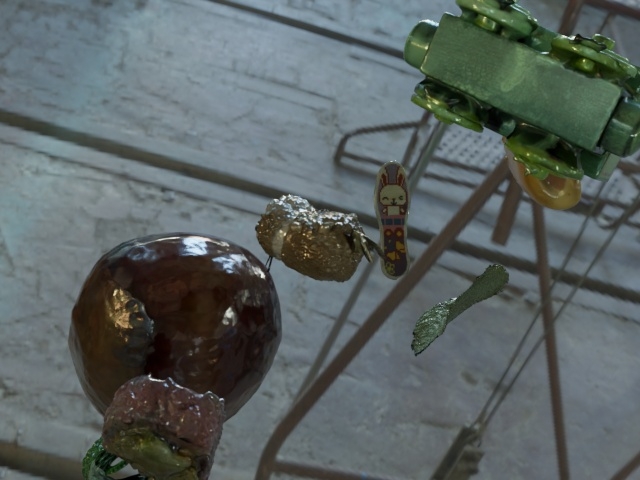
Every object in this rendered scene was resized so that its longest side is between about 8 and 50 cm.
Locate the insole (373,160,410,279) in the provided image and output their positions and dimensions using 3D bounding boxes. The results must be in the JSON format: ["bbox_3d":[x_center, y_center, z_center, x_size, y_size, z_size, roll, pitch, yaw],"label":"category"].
[{"bbox_3d":[0.119,-0.033,1.522,0.065,0.004,0.197,1,85,-17],"label":"insole"}]

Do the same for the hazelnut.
[{"bbox_3d":[-0.264,0.178,1.736,0.421,0.420,0.353,5,18,-17],"label":"hazelnut"}]

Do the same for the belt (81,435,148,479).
[{"bbox_3d":[-0.286,0.342,1.408,0.151,0.121,0.079,-19,11,-24],"label":"belt"}]

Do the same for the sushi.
[{"bbox_3d":[-0.231,0.289,1.333,0.161,0.241,0.107,17,50,2],"label":"sushi"}]

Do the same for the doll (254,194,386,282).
[{"bbox_3d":[0.006,0.001,1.308,0.221,0.115,0.105,10,16,35],"label":"doll"}]

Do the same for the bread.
[{"bbox_3d":[0.353,-0.122,1.492,0.085,0.134,0.173,-19,17,5],"label":"bread"}]

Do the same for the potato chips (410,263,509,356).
[{"bbox_3d":[0.259,0.126,1.741,0.167,0.228,0.059,-35,84,-38],"label":"potato chips"}]

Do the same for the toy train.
[{"bbox_3d":[0.224,-0.163,0.984,0.272,0.159,0.188,30,15,23],"label":"toy train"}]
